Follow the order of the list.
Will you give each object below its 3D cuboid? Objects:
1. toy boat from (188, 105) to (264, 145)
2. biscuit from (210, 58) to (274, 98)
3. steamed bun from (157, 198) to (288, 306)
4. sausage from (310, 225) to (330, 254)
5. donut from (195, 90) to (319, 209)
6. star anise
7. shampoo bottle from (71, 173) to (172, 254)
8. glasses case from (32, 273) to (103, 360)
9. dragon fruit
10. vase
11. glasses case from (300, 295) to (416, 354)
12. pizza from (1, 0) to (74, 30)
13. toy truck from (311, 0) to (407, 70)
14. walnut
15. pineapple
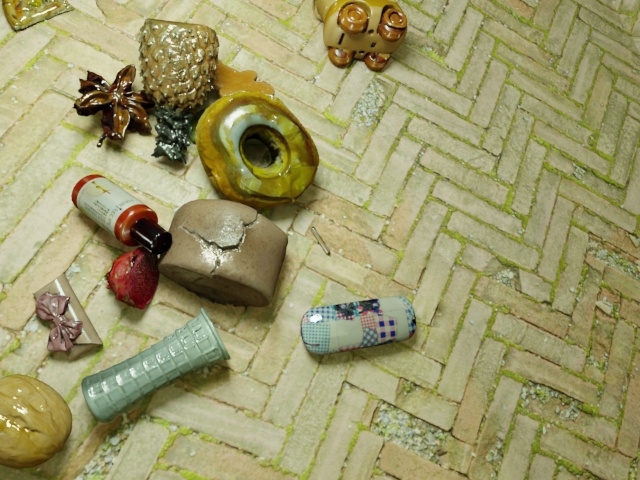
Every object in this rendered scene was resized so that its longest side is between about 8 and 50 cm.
[{"bbox_3d":[-0.234,-0.330,1.257,0.277,0.084,0.111,-3,77,-17],"label":"toy boat"},{"bbox_3d":[-0.248,-0.447,1.268,0.250,0.036,0.165,22,51,10],"label":"biscuit"},{"bbox_3d":[-0.235,0.021,1.089,0.302,0.199,0.251,19,70,-9],"label":"steamed bun"},{"bbox_3d":[0.000,0.000,1.260,0.015,0.015,0.100,-31,84,-21],"label":"sausage"},{"bbox_3d":[-0.164,-0.230,1.163,0.331,0.160,0.329,-5,106,-17],"label":"donut"},{"bbox_3d":[-0.542,-0.359,1.153,0.220,0.126,0.189,-39,116,-44],"label":"star anise"},{"bbox_3d":[-0.462,-0.056,1.043,0.278,0.104,0.104,30,66,23],"label":"shampoo bottle"},{"bbox_3d":[-0.598,0.180,1.010,0.103,0.070,0.193,-30,83,-20],"label":"glasses case"},{"bbox_3d":[-0.466,0.082,1.050,0.111,0.153,0.152,5,72,4],"label":"dragon fruit"},{"bbox_3d":[-0.373,0.286,1.010,0.299,0.143,0.143,-27,83,-19],"label":"vase"},{"bbox_3d":[0.107,0.227,1.190,0.328,0.076,0.125,-6,75,-17],"label":"glasses case"},{"bbox_3d":[-0.786,-0.653,1.224,0.176,0.036,0.184,6,73,-14],"label":"pizza"},{"bbox_3d":[0.125,-0.688,1.399,0.288,0.204,0.211,-2,72,-15],"label":"toy truck"},{"bbox_3d":[-0.616,0.371,0.906,0.207,0.159,0.159,35,68,-2],"label":"walnut"},{"bbox_3d":[-0.375,-0.384,1.150,0.202,0.202,0.361,6,105,-14],"label":"pineapple"}]
